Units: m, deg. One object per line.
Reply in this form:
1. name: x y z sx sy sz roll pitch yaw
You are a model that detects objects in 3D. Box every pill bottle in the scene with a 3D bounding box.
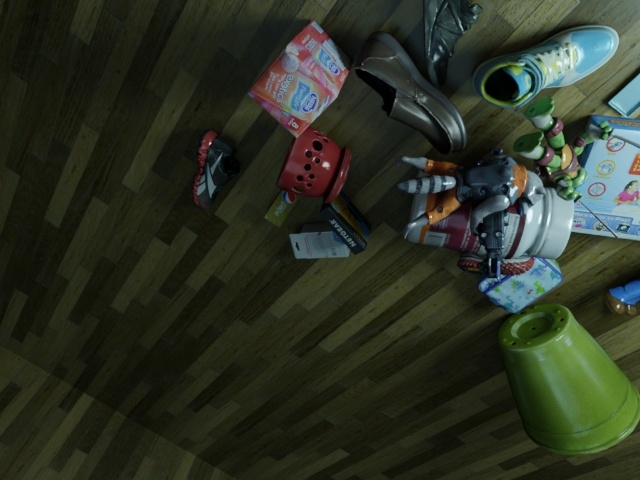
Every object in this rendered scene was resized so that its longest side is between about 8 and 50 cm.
1. pill bottle: 0.446 -0.073 1.305 0.392 0.224 0.224 10 127 7

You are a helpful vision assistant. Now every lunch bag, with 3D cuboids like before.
1. lunch bag: 0.605 0.112 1.485 0.176 0.090 0.219 39 124 -11

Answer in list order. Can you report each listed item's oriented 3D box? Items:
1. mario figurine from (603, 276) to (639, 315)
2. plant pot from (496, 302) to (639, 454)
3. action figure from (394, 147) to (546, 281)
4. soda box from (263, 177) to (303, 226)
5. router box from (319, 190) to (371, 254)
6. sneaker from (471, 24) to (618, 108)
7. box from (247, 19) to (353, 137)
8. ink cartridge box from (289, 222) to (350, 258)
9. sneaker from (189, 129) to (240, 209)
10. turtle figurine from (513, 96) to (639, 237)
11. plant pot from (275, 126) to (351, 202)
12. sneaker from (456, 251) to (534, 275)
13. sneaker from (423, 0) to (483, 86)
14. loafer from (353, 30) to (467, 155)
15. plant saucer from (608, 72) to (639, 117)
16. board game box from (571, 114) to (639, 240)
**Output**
1. mario figurine: 0.977 0.128 1.338 0.170 0.198 0.320 47 130 6
2. plant pot: 0.746 0.403 1.526 0.366 0.366 0.353 -25 104 28
3. action figure: 0.348 -0.082 1.113 0.330 0.341 0.178 -6 159 13
4. soda box: -0.106 -0.129 1.510 0.061 0.058 0.181 32 127 -10
5. router box: 0.079 -0.061 1.465 0.046 0.133 0.179 -30 114 31
6. sneaker: 0.503 -0.379 1.075 0.319 0.208 0.127 -16 110 24
7. box: -0.036 -0.392 1.150 0.154 0.300 0.142 40 123 -17
8. ink cartridge box: 0.000 0.000 1.574 0.181 0.062 0.104 -3 124 16
9. sneaker: -0.323 -0.198 1.490 0.135 0.098 0.276 21 126 2
10. turtle figurine: 0.586 -0.195 1.089 0.266 0.275 0.198 28 111 -28
11. plant pot: -0.014 -0.210 1.352 0.174 0.191 0.191 19 128 -8
12. sneaker: 0.512 0.046 1.417 0.225 0.093 0.088 3 157 44
13. sneaker: 0.311 -0.477 1.134 0.130 0.087 0.228 4 121 19
14. loafer: 0.214 -0.340 1.210 0.366 0.134 0.130 45 80 -9
15. plant saucer: 0.777 -0.381 1.128 0.067 0.018 0.192 32 127 -10
16. board game box: 0.812 -0.151 1.242 0.308 0.086 0.302 9 126 8
